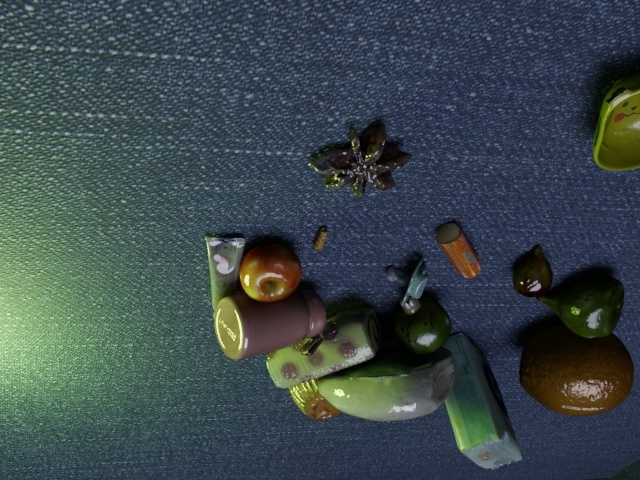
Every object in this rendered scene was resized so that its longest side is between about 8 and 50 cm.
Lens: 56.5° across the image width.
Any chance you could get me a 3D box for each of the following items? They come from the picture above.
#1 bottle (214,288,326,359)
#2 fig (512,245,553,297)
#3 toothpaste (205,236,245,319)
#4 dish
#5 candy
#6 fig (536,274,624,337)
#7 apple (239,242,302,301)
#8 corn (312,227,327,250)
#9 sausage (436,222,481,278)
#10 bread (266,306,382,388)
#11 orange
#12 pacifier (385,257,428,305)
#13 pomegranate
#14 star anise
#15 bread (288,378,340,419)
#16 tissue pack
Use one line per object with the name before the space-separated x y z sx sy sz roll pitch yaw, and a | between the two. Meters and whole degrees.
bottle | -0.126 0.235 1.649 0.296 0.207 0.173 -7 176 -39
fig | 0.616 0.088 1.724 0.109 0.103 0.155 -9 113 -9
toothpaste | -0.260 0.105 1.610 0.100 0.066 0.323 4 136 -8
dish | 0.681 -0.276 1.274 0.221 0.108 0.262 -18 142 12
candy | 0.199 0.438 1.856 0.426 0.386 0.186 -3 102 16
fig | 0.809 0.195 1.867 0.235 0.203 0.203 14 159 41
apple | -0.130 0.080 1.546 0.163 0.139 0.163 -3 126 -5
corn | 0.000 0.000 1.550 0.027 0.028 0.083 -13 146 -29
sausage | 0.389 0.040 1.638 0.071 0.071 0.234 -24 139 19
bread | 0.015 0.323 1.830 0.338 0.155 0.187 -23 -179 19
orange | 0.858 0.436 2.023 0.356 0.322 0.322 -9 142 10
pacifier | 0.243 0.106 1.690 0.116 0.127 0.150 24 124 17
pomegranate | 0.296 0.240 1.806 0.180 0.180 0.210 -26 118 21
star anise | 0.098 -0.164 1.333 0.197 0.073 0.212 30 130 -34
bread | 0.022 0.539 2.125 0.274 0.149 0.274 -4 134 -4
tissue pack | 0.526 0.548 2.032 0.162 0.388 0.287 -27 138 19
